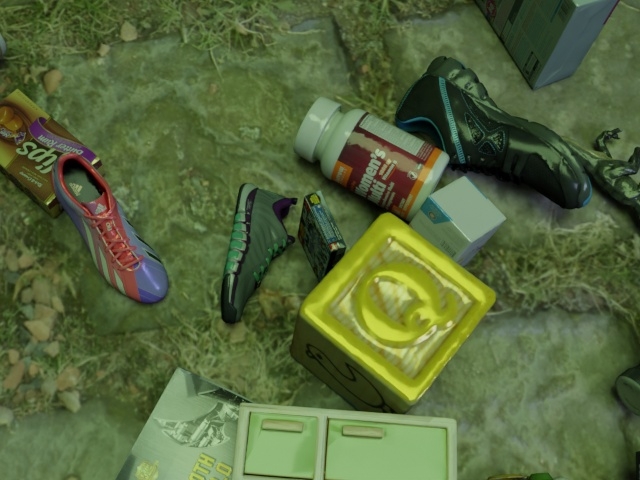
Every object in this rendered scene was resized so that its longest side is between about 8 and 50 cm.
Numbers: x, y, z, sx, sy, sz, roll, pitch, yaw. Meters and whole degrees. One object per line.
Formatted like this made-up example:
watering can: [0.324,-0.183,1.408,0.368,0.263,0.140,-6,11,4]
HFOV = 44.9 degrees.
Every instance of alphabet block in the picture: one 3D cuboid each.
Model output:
alphabet block: [0.090,0.115,1.050,0.192,0.197,0.193,36,68,11]

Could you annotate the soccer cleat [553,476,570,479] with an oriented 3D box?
soccer cleat: [0.380,0.393,1.033,0.076,0.068,0.196,-31,78,-25]

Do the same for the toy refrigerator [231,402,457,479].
toy refrigerator: [0.030,0.269,0.963,0.269,0.094,0.102,5,65,0]

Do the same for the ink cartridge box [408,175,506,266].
ink cartridge box: [0.187,-0.007,1.153,0.089,0.143,0.092,-30,71,-36]

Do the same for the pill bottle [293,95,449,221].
pill bottle: [0.077,-0.129,1.198,0.221,0.121,0.121,28,66,7]

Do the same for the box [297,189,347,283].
box: [0.000,0.000,1.125,0.027,0.137,0.094,-19,69,-14]

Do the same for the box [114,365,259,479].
box: [-0.161,0.309,1.016,0.183,0.056,0.231,25,66,5]

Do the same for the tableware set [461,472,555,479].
tableware set: [0.225,0.325,1.022,0.154,0.104,0.024,-1,68,-5]

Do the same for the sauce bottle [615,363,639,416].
sauce bottle: [0.583,0.145,1.138,0.344,0.111,0.111,-28,72,-15]

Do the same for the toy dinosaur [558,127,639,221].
toy dinosaur: [0.482,-0.126,1.274,0.268,0.064,0.118,41,75,15]

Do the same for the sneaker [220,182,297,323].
sneaker: [-0.088,0.019,1.140,0.098,0.083,0.224,10,65,-7]

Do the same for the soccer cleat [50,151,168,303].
soccer cleat: [-0.302,-0.016,1.103,0.083,0.095,0.248,-34,90,-19]

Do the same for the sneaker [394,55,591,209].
sneaker: [0.272,-0.144,1.241,0.341,0.125,0.140,41,82,20]

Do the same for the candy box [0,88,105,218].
candy box: [-0.437,-0.134,1.187,0.186,0.053,0.109,39,68,13]

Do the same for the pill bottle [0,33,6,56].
pill bottle: [-0.598,-0.283,1.204,0.112,0.112,0.187,38,68,11]

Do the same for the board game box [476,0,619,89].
board game box: [0.355,-0.447,1.312,0.097,0.224,0.304,-21,71,-13]

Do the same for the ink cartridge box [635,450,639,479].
ink cartridge box: [0.550,0.450,1.007,0.307,0.072,0.304,18,64,-18]
